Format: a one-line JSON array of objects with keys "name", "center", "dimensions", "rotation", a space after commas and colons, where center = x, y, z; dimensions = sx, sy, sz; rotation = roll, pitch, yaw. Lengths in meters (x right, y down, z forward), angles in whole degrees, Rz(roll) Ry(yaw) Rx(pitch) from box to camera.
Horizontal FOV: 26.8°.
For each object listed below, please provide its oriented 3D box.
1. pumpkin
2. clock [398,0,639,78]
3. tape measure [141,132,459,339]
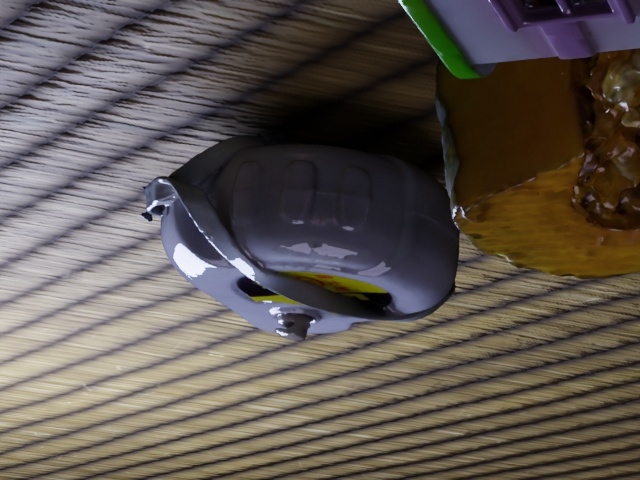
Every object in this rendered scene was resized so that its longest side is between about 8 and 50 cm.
[{"name": "pumpkin", "center": [0.153, -0.090, 0.702], "dimensions": [0.190, 0.139, 0.280], "rotation": [0, 154, 6]}, {"name": "clock", "center": [0.163, -0.180, 0.472], "dimensions": [0.310, 0.166, 0.235], "rotation": [-1, 157, 28]}, {"name": "tape measure", "center": [0.000, 0.000, 0.940], "dimensions": [0.197, 0.120, 0.236], "rotation": [-1, 161, 24]}]
